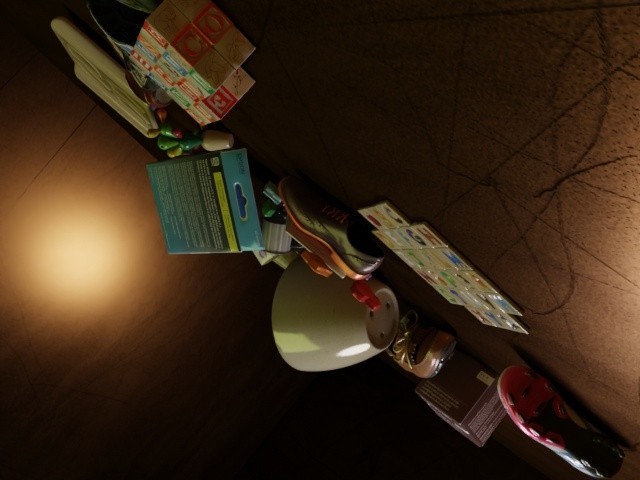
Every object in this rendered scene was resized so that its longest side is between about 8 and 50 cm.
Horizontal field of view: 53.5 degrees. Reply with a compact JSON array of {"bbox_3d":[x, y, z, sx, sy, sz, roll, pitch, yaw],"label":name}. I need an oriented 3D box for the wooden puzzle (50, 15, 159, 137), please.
[{"bbox_3d":[-0.575,-0.455,1.779,0.322,0.080,0.348,40,167,-5],"label":"wooden puzzle"}]

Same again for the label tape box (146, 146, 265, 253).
[{"bbox_3d":[-0.266,-0.100,1.609,0.348,0.115,0.248,-3,103,35],"label":"label tape box"}]

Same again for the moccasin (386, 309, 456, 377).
[{"bbox_3d":[0.259,0.280,1.725,0.147,0.139,0.380,36,173,-1],"label":"moccasin"}]

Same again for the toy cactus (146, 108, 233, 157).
[{"bbox_3d":[-0.294,-0.247,1.497,0.181,0.112,0.219,4,-176,12],"label":"toy cactus"}]

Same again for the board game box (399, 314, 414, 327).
[{"bbox_3d":[0.320,0.314,1.985,0.136,0.030,0.259,38,171,26],"label":"board game box"}]

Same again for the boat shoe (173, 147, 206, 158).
[{"bbox_3d":[-0.405,-0.249,2.003,0.117,0.096,0.324,10,174,-4],"label":"boat shoe"}]

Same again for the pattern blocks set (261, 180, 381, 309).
[{"bbox_3d":[0.000,0.000,1.405,0.325,0.026,0.285,37,-161,-24],"label":"pattern blocks set"}]

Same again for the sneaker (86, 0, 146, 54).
[{"bbox_3d":[-0.344,-0.374,1.166,0.211,0.080,0.081,45,167,-23],"label":"sneaker"}]

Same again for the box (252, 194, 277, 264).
[{"bbox_3d":[-0.204,-0.091,1.681,0.067,0.063,0.323,-36,84,39],"label":"box"}]

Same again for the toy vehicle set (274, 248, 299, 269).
[{"bbox_3d":[-0.131,0.030,1.842,0.267,0.035,0.166,31,167,44],"label":"toy vehicle set"}]

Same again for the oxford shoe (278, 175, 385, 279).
[{"bbox_3d":[0.028,-0.044,1.315,0.271,0.097,0.098,44,141,-2],"label":"oxford shoe"}]

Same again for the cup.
[{"bbox_3d":[0.066,0.196,1.692,0.237,0.330,0.331,0,146,38],"label":"cup"}]

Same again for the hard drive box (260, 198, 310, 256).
[{"bbox_3d":[-0.089,-0.018,1.843,0.181,0.089,0.232,38,171,14],"label":"hard drive box"}]

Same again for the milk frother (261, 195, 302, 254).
[{"bbox_3d":[-0.092,-0.029,1.542,0.129,0.134,0.143,13,-161,14],"label":"milk frother"}]

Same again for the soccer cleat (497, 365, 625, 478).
[{"bbox_3d":[0.485,0.385,1.348,0.331,0.116,0.143,41,171,-6],"label":"soccer cleat"}]

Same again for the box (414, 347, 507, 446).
[{"bbox_3d":[0.401,0.429,1.753,0.169,0.167,0.203,32,168,43],"label":"box"}]

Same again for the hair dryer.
[{"bbox_3d":[-0.404,-0.399,1.414,0.223,0.080,0.293,55,164,-3],"label":"hair dryer"}]

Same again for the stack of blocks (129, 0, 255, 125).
[{"bbox_3d":[-0.195,-0.278,0.994,0.171,0.087,0.297,43,171,-19],"label":"stack of blocks"}]

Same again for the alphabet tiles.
[{"bbox_3d":[0.216,0.049,1.152,0.343,0.011,0.285,42,171,-9],"label":"alphabet tiles"}]

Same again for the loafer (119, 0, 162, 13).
[{"bbox_3d":[-0.350,-0.417,0.956,0.268,0.096,0.084,35,176,17],"label":"loafer"}]
